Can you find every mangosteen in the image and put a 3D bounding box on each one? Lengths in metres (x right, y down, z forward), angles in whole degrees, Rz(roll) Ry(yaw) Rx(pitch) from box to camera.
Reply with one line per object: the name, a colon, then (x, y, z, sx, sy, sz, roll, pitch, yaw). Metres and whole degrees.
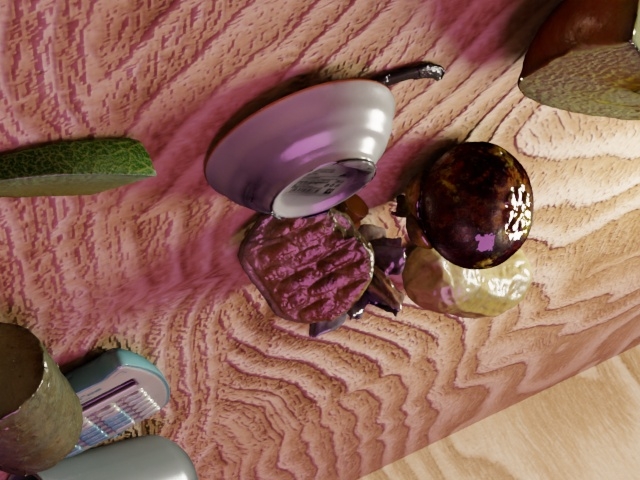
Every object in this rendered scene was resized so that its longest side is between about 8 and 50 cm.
mangosteen: (0.210, -0.052, 1.792, 0.217, 0.192, 0.192, 3, -178, 39)

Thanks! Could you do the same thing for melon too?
melon: (-0.315, -0.066, 1.283, 0.261, 0.053, 0.114, -11, 170, -31)

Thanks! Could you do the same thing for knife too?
knife: (0.075, -0.194, 1.490, 0.222, 0.021, 0.045, -17, 159, -31)

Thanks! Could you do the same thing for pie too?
pie: (-0.015, 0.030, 1.687, 0.195, 0.046, 0.195, -1, 118, -2)

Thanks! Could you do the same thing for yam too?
yam: (-0.416, 0.214, 1.588, 0.161, 0.161, 0.268, -26, 157, -9)

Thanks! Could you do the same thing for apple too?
apple: (0.390, -0.251, 1.550, 0.254, 0.179, 0.346, -50, 151, 15)

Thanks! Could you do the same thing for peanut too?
peanut: (0.254, 0.073, 2.125, 0.291, 0.143, 0.159, 1, 133, -48)

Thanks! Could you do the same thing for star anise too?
star anise: (0.053, 0.062, 1.811, 0.229, 0.093, 0.236, -48, -153, -18)

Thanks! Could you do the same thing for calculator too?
calculator: (-0.369, 0.273, 1.912, 0.256, 0.054, 0.386, -27, 159, -7)

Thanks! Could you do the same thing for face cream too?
face cream: (0.000, 0.000, 1.776, 0.072, 0.051, 0.182, 3, 141, -47)

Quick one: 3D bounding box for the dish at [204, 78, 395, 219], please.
dish: (-0.010, -0.093, 1.488, 0.260, 0.085, 0.260, -22, 160, -8)

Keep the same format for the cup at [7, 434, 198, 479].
cup: (-0.382, 0.469, 2.120, 0.312, 0.205, 0.205, -10, 151, -43)
